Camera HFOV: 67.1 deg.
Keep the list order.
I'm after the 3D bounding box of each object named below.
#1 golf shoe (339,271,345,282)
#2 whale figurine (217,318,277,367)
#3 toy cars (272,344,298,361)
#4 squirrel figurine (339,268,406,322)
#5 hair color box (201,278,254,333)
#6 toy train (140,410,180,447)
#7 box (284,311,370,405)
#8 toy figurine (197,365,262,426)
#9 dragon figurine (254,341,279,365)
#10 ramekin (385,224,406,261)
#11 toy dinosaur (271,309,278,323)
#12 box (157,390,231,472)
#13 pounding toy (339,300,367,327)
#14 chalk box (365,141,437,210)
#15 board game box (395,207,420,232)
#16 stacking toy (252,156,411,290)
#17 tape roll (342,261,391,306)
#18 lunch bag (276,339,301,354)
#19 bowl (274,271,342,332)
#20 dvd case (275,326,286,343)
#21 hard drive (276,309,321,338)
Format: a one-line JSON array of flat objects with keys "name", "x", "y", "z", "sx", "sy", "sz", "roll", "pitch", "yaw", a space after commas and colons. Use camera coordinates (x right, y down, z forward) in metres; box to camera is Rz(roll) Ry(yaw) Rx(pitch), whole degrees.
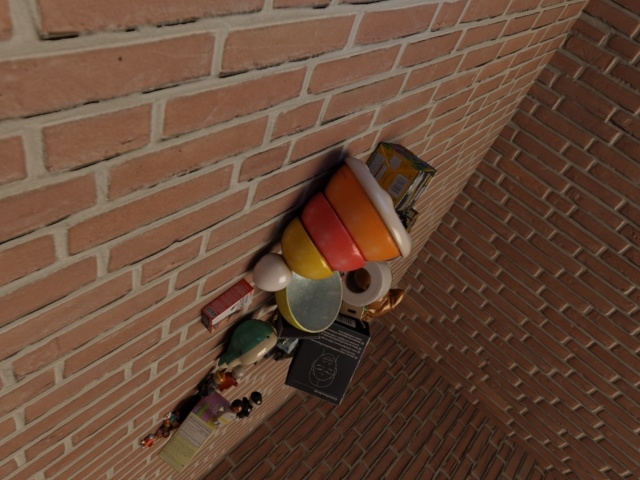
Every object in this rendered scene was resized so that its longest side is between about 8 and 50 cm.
[{"name": "golf shoe", "x": -0.011, "y": 0.172, "z": 2.054, "sx": 0.273, "sy": 0.105, "sz": 0.120, "roll": -38, "pitch": 138, "yaw": -32}, {"name": "whale figurine", "x": -0.288, "y": 0.382, "z": 1.784, "sx": 0.272, "sy": 0.141, "sz": 0.216, "roll": -32, "pitch": -178, "yaw": 37}, {"name": "toy cars", "x": -0.089, "y": 0.538, "z": 2.611, "sx": 0.394, "sy": 0.087, "sz": 0.176, "roll": -34, "pitch": 157, "yaw": -39}, {"name": "squirrel figurine", "x": 0.232, "y": 0.298, "z": 2.596, "sx": 0.397, "sy": 0.281, "sz": 0.370, "roll": -49, "pitch": 157, "yaw": -7}, {"name": "hair color box", "x": -0.285, "y": 0.202, "z": 1.487, "sx": 0.167, "sy": 0.053, "sz": 0.093, "roll": -36, "pitch": 159, "yaw": -32}, {"name": "toy train", "x": -0.602, "y": 0.730, "z": 1.846, "sx": 0.166, "sy": 0.046, "sz": 0.125, "roll": -49, "pitch": 163, "yaw": 1}, {"name": "box", "x": 0.036, "y": 0.558, "z": 2.393, "sx": 0.212, "sy": 0.294, "sz": 0.395, "roll": -75, "pitch": -172, "yaw": -79}, {"name": "toy figurine", "x": -0.355, "y": 0.609, "z": 1.913, "sx": 0.148, "sy": 0.213, "sz": 0.209, "roll": -40, "pitch": 160, "yaw": 11}, {"name": "dragon figurine", "x": -0.235, "y": 0.436, "z": 2.044, "sx": 0.144, "sy": 0.085, "sz": 0.289, "roll": -54, "pitch": 161, "yaw": 19}, {"name": "ramekin", "x": 0.304, "y": -0.011, "z": 2.222, "sx": 0.207, "sy": 0.207, "sz": 0.109, "roll": -55, "pitch": 171, "yaw": 20}, {"name": "toy dinosaur", "x": -0.170, "y": 0.305, "z": 1.998, "sx": 0.211, "sy": 0.064, "sz": 0.112, "roll": -39, "pitch": 150, "yaw": -59}, {"name": "box", "x": -0.500, "y": 0.753, "z": 1.933, "sx": 0.243, "sy": 0.117, "sz": 0.213, "roll": -51, "pitch": 180, "yaw": 11}, {"name": "pounding toy", "x": 0.173, "y": 0.345, "z": 2.391, "sx": 0.130, "sy": 0.141, "sz": 0.100, "roll": -47, "pitch": 152, "yaw": -73}, {"name": "chalk box", "x": 0.285, "y": -0.229, "z": 1.746, "sx": 0.180, "sy": 0.179, "sz": 0.289, "roll": -57, "pitch": 162, "yaw": 21}, {"name": "board game box", "x": 0.379, "y": -0.103, "z": 2.293, "sx": 0.048, "sy": 0.141, "sz": 0.170, "roll": -39, "pitch": 160, "yaw": -35}, {"name": "stacking toy", "x": 0.000, "y": 0.000, "z": 1.479, "sx": 0.480, "sy": 0.350, "sz": 0.350, "roll": -31, "pitch": 163, "yaw": 5}, {"name": "tape roll", "x": 0.201, "y": 0.183, "z": 2.300, "sx": 0.246, "sy": 0.246, "sz": 0.169, "roll": -53, "pitch": 162, "yaw": 13}, {"name": "lunch bag", "x": -0.131, "y": 0.456, "z": 2.339, "sx": 0.151, "sy": 0.096, "sz": 0.128, "roll": -47, "pitch": 166, "yaw": -46}, {"name": "bowl", "x": -0.070, "y": 0.184, "z": 1.739, "sx": 0.156, "sy": 0.289, "sz": 0.289, "roll": -8, "pitch": -165, "yaw": 42}, {"name": "dvd case", "x": -0.119, "y": 0.346, "z": 2.074, "sx": 0.179, "sy": 0.029, "sz": 0.239, "roll": -47, "pitch": -173, "yaw": -5}, {"name": "hard drive", "x": -0.083, "y": 0.290, "z": 1.854, "sx": 0.254, "sy": 0.172, "sz": 0.054, "roll": -97, "pitch": -172, "yaw": -68}]
